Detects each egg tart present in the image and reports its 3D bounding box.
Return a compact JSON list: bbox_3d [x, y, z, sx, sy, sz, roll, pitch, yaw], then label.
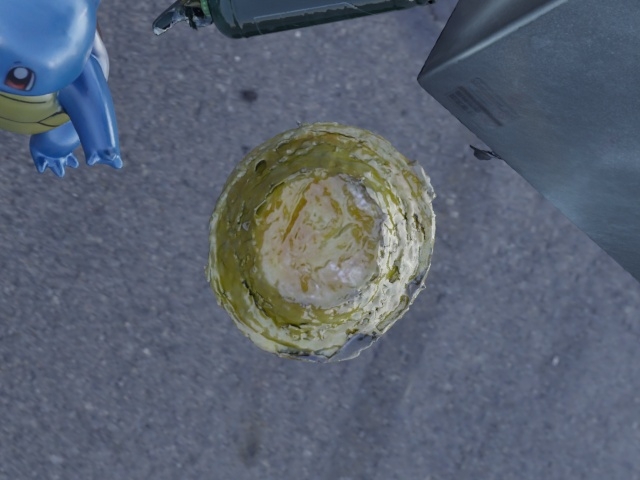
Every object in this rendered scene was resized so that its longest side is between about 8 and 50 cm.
[{"bbox_3d":[-0.001,0.001,1.620,0.341,0.132,0.342,0,87,0],"label":"egg tart"}]

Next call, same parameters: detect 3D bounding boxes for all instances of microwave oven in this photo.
[{"bbox_3d":[0.347,-0.106,0.865,0.432,0.374,0.236,40,58,-18],"label":"microwave oven"}]

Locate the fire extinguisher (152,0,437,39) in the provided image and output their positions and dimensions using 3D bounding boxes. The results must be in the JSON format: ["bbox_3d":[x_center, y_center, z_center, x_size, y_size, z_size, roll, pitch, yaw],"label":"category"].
[{"bbox_3d":[-0.027,-0.277,1.307,0.114,0.311,0.095,-83,162,-50],"label":"fire extinguisher"}]

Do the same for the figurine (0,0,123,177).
[{"bbox_3d":[-0.324,-0.194,1.313,0.298,0.416,0.243,37,95,-10],"label":"figurine"}]
